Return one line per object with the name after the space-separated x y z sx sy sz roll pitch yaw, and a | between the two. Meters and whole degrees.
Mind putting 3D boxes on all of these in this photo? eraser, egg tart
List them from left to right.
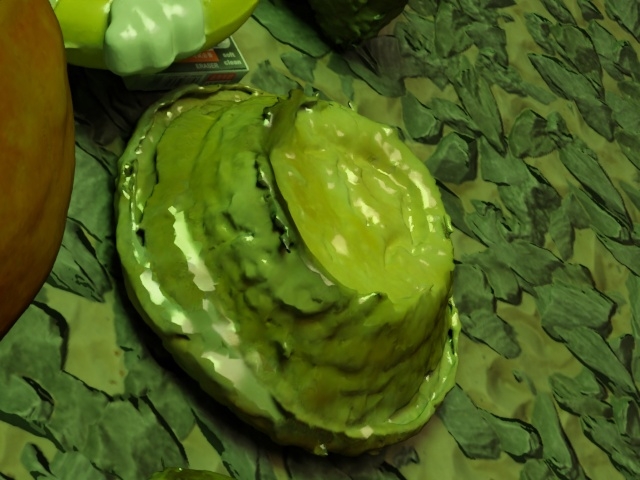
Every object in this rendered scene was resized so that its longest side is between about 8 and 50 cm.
-0.121 -0.157 1.241 0.122 0.029 0.052 -8 63 -45 | eraser
0.000 0.000 1.155 0.345 0.132 0.345 24 47 -29 | egg tart

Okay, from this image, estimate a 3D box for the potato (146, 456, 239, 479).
-0.045 0.251 0.936 0.149 0.113 0.251 -22 77 -43 | potato

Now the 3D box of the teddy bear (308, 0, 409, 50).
-0.006 -0.305 1.361 0.256 0.156 0.267 39 3 -12 | teddy bear

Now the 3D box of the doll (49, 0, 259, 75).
-0.171 -0.222 1.168 0.237 0.111 0.252 20 44 19 | doll

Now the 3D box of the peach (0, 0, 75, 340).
-0.302 -0.047 0.769 0.343 0.343 0.301 37 32 -13 | peach
